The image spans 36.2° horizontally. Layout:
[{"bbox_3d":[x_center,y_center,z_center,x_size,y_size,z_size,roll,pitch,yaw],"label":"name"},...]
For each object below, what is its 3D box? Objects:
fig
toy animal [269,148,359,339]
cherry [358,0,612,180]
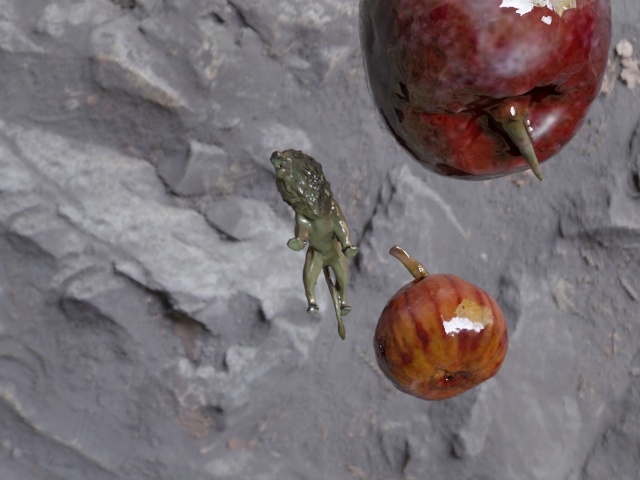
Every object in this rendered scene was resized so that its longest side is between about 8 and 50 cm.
[{"bbox_3d":[0.103,0.088,0.937,0.150,0.128,0.128,29,141,50],"label":"fig"},{"bbox_3d":[0.003,0.010,0.988,0.069,0.086,0.220,-13,113,-2],"label":"toy animal"},{"bbox_3d":[0.127,-0.182,0.815,0.203,0.300,0.230,-20,145,-3],"label":"cherry"}]
